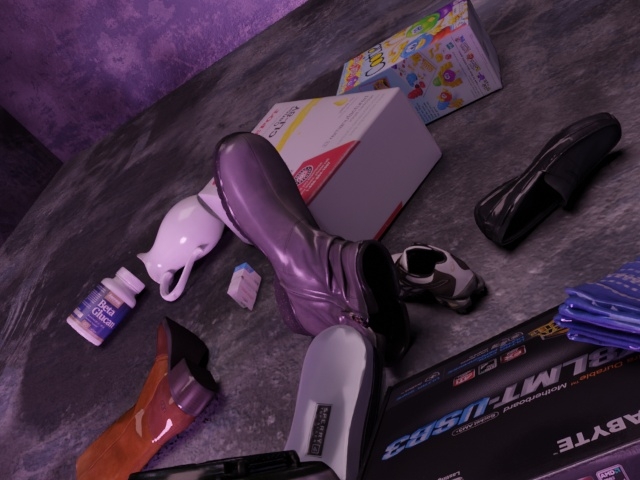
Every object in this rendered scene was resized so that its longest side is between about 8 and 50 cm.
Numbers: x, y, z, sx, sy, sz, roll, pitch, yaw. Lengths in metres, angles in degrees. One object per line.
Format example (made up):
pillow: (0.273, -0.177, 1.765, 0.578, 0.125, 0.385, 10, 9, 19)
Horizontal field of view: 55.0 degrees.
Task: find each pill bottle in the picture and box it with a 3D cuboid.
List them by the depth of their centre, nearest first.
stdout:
pill bottle: (-0.483, 0.145, 1.399, 0.169, 0.094, 0.094, -51, 31, -15)

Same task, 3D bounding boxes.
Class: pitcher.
pitcher: (-0.297, 0.016, 1.351, 0.207, 0.125, 0.178, -46, 49, 12)

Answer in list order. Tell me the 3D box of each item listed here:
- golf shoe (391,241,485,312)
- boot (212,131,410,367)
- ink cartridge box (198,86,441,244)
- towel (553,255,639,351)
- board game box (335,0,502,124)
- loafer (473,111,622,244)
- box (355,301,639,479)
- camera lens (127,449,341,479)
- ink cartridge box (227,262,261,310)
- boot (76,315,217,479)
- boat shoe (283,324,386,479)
golf shoe: (0.130, 0.034, 0.845, 0.198, 0.094, 0.077, 6, 55, 54)
boot: (0.000, 0.000, 0.820, 0.118, 0.338, 0.222, -39, 24, -27)
ink cartridge box: (-0.018, -0.122, 1.147, 0.384, 0.160, 0.279, 10, 58, 54)
towel: (0.369, 0.020, 0.468, 0.335, 0.040, 0.243, -20, 16, -36)
board game box: (0.188, -0.320, 1.185, 0.275, 0.144, 0.142, -22, 34, 28)
loafer: (0.306, -0.076, 0.809, 0.223, 0.076, 0.078, -41, 35, 11)
box: (0.177, 0.153, 0.531, 0.295, 0.073, 0.293, -30, 1, 19)
camera lens: (-0.074, 0.319, 0.488, 0.219, 0.219, 0.275, -20, 69, 33)
ink cartridge box: (-0.141, 0.088, 1.127, 0.028, 0.048, 0.083, -23, 34, 28)
boot: (-0.306, 0.289, 1.054, 0.280, 0.096, 0.264, -48, 37, 3)
boat shoe: (0.009, 0.253, 0.681, 0.113, 0.105, 0.307, -6, 58, 32)
